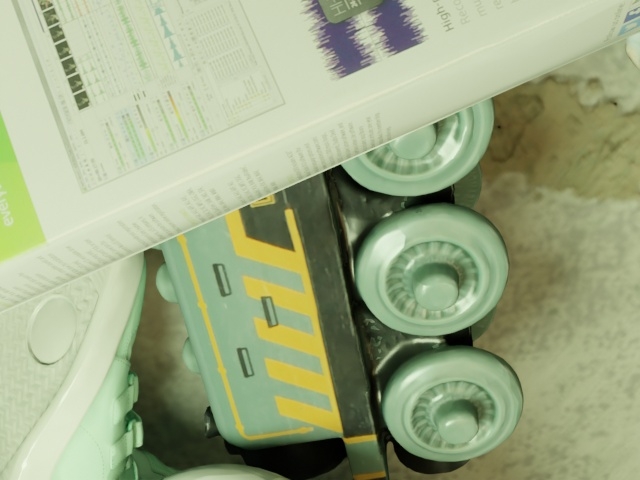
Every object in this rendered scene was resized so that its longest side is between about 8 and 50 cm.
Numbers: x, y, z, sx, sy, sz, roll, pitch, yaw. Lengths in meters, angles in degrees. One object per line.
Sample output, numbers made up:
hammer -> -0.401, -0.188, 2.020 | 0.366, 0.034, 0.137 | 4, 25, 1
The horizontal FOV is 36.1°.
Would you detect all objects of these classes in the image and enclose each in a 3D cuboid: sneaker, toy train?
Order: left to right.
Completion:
sneaker -> -0.130, 0.111, 0.595 | 0.151, 0.094, 0.256 | 12, 99, -51
toy train -> 0.000, 0.000, 0.532 | 0.190, 0.142, 0.334 | -9, 122, 6

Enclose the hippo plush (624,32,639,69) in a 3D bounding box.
hippo plush -> 0.288, -0.186, 0.483 | 0.294, 0.234, 0.237 | 28, 78, -40

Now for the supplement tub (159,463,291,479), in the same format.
supplement tub -> 0.001, 0.267, 0.599 | 0.193, 0.194, 0.316 | -36, 142, 8

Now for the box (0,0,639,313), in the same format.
box -> -0.057, -0.128, 0.402 | 0.321, 0.232, 0.058 | -23, 163, -1
